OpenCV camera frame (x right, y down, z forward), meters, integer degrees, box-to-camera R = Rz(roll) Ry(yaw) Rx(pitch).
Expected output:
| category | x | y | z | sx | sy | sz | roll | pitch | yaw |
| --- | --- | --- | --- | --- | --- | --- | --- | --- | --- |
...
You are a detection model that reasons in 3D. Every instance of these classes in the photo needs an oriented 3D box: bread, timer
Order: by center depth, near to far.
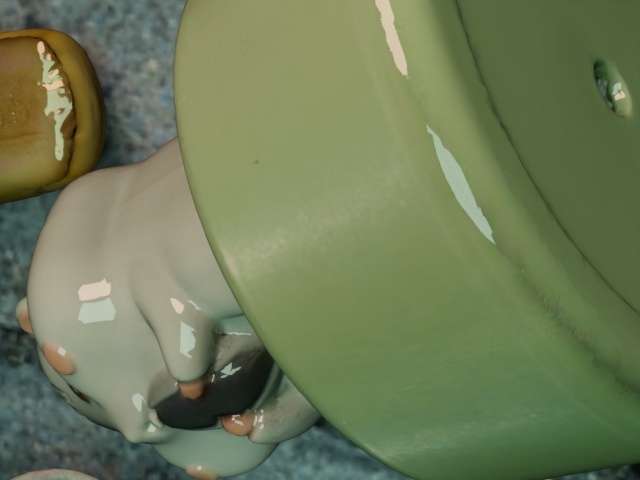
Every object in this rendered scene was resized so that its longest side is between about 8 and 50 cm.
| category | x | y | z | sx | sy | sz | roll | pitch | yaw |
| --- | --- | --- | --- | --- | --- | --- | --- | --- | --- |
| timer | 0.000 | 0.000 | 0.786 | 0.315 | 0.291 | 0.290 | -28 | 93 | 31 |
| bread | -0.152 | -0.059 | 0.871 | 0.115 | 0.056 | 0.082 | -12 | 89 | 29 |

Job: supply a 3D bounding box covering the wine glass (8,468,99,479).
| category | x | y | z | sx | sy | sz | roll | pitch | yaw |
| --- | --- | --- | --- | --- | --- | --- | --- | --- | --- |
| wine glass | -0.184 | 0.155 | 0.809 | 0.196 | 0.165 | 0.164 | -2 | 97 | 44 |
